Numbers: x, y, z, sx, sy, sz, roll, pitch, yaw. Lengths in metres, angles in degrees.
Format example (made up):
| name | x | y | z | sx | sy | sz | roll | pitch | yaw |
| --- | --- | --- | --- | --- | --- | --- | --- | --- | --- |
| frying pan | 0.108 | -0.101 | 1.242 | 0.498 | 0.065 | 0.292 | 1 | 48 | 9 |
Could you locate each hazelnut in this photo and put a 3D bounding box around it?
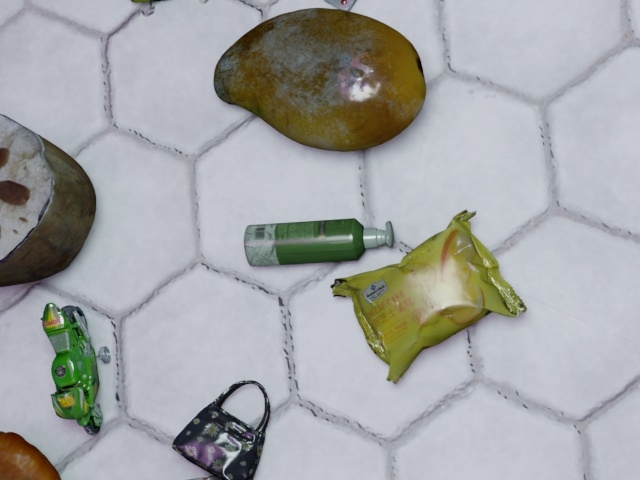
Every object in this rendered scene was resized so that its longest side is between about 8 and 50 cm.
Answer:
| name | x | y | z | sx | sy | sz | roll | pitch | yaw |
| --- | --- | --- | --- | --- | --- | --- | --- | --- | --- |
| hazelnut | -0.442 | 0.349 | 1.257 | 0.182 | 0.182 | 0.182 | -2 | 82 | 11 |

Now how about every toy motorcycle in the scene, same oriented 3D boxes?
| name | x | y | z | sx | sy | sz | roll | pitch | yaw |
| --- | --- | --- | --- | --- | --- | --- | --- | --- | --- |
| toy motorcycle | -0.348 | 0.183 | 1.295 | 0.074 | 0.106 | 0.190 | -15 | 81 | 9 |

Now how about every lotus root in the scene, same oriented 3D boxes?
| name | x | y | z | sx | sy | sz | roll | pitch | yaw |
| --- | --- | --- | --- | --- | --- | --- | --- | --- | --- |
| lotus root | -0.451 | -0.042 | 1.309 | 0.272 | 0.192 | 0.272 | -5 | 77 | 20 |

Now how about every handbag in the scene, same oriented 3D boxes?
| name | x | y | z | sx | sy | sz | roll | pitch | yaw |
| --- | --- | --- | --- | --- | --- | --- | --- | --- | --- |
| handbag | -0.122 | 0.255 | 1.258 | 0.115 | 0.072 | 0.139 | 27 | 84 | 15 |

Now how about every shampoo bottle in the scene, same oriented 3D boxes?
| name | x | y | z | sx | sy | sz | roll | pitch | yaw |
| --- | --- | --- | --- | --- | --- | --- | --- | --- | --- |
| shampoo bottle | 0.000 | 0.000 | 1.274 | 0.204 | 0.065 | 0.065 | -4 | 82 | 11 |

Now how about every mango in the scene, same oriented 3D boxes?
| name | x | y | z | sx | sy | sz | roll | pitch | yaw |
| --- | --- | --- | --- | --- | --- | --- | --- | --- | --- |
| mango | -0.006 | -0.223 | 1.269 | 0.316 | 0.146 | 0.193 | 12 | 84 | 27 |

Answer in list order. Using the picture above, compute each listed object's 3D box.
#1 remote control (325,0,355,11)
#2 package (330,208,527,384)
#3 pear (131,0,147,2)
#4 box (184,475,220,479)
| name | x | y | z | sx | sy | sz | roll | pitch | yaw |
| --- | --- | --- | --- | --- | --- | --- | --- | --- | --- |
| remote control | 0.071 | -0.418 | 1.335 | 0.050 | 0.027 | 0.184 | 35 | 95 | 15 |
| package | 0.142 | 0.072 | 1.218 | 0.226 | 0.090 | 0.168 | -32 | 75 | 8 |
| pear | -0.236 | -0.485 | 1.291 | 0.238 | 0.255 | 0.164 | -33 | 76 | 0 |
| box | -0.152 | 0.434 | 1.254 | 0.055 | 0.039 | 0.218 | -13 | 80 | 11 |
